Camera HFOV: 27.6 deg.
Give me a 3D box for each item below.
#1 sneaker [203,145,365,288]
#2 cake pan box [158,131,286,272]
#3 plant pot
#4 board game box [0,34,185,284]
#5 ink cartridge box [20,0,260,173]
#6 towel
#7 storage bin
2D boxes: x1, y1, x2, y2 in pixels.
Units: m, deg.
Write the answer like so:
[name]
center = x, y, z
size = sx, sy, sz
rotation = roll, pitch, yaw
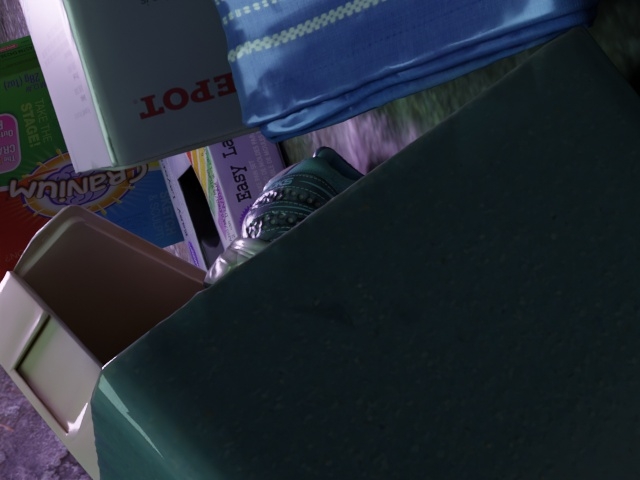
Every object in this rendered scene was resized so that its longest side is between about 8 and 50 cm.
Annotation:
[sneaker]
center = 0.000, 0.000, 0.946
size = 0.110, 0.122, 0.283
rotation = 29, -179, 0
[cake pan box]
center = -0.103, -0.094, 1.207
size = 0.246, 0.070, 0.266
rotation = 161, 91, -76
[plant pot]
center = 0.081, 0.117, 0.552
size = 0.252, 0.247, 0.248
rotation = 47, 157, 14
[board game box]
center = -0.287, -0.094, 1.498
size = 0.064, 0.242, 0.316
rotation = 54, 157, 41
[ink cartridge box]
center = -0.088, -0.195, 0.805
size = 0.197, 0.198, 0.270
rotation = -175, 68, -72
[towel]
center = -0.015, -0.224, 0.601
size = 0.243, 0.040, 0.336
rotation = -13, 100, 53
[storage bin]
center = -0.060, 0.110, 0.864
size = 0.260, 0.123, 0.262
rotation = 31, -178, -39
